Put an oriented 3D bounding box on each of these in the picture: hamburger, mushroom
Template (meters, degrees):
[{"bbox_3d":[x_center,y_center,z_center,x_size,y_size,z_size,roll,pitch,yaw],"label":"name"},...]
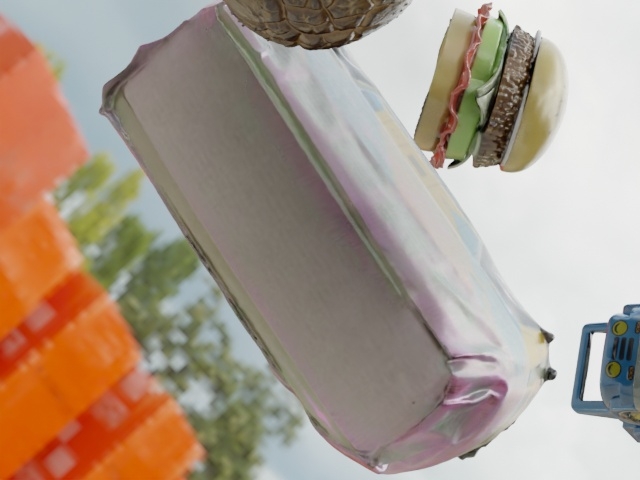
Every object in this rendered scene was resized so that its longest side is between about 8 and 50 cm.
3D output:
[{"bbox_3d":[0.172,-0.142,1.787,0.137,0.175,0.175,15,-19,2],"label":"hamburger"},{"bbox_3d":[0.000,-0.162,1.116,0.126,0.085,0.109,-25,-61,35],"label":"mushroom"}]

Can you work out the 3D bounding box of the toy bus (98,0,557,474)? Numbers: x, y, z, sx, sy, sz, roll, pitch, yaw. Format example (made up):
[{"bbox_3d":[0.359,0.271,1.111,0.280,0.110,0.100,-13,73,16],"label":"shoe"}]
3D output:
[{"bbox_3d":[0.000,0.000,1.350,0.386,0.171,0.162,55,27,9],"label":"toy bus"}]

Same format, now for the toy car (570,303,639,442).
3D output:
[{"bbox_3d":[0.282,0.122,1.631,0.100,0.097,0.191,3,-19,25],"label":"toy car"}]
